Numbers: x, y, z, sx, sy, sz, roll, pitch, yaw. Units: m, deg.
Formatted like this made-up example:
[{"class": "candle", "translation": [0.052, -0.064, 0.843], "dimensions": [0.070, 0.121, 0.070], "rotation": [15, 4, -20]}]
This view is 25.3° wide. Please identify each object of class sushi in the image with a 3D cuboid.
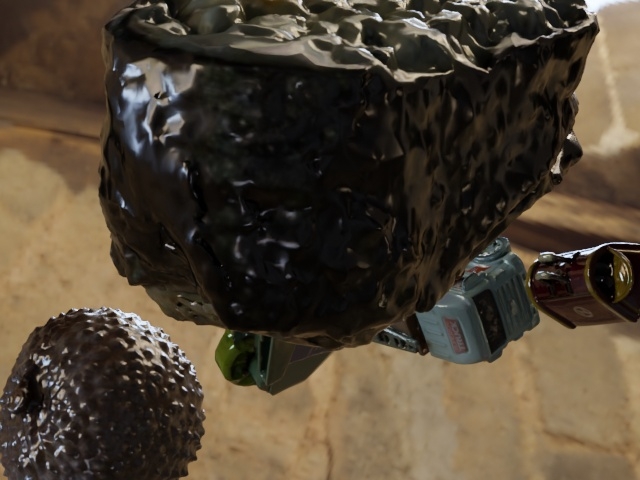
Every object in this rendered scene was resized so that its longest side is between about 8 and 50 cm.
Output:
[{"class": "sushi", "translation": [0.019, -0.059, 0.791], "dimensions": [0.211, 0.171, 0.350], "rotation": [16, -154, 25]}]

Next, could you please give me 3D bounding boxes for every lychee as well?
[{"class": "lychee", "translation": [-0.294, 0.239, 1.902], "dimensions": [0.300, 0.300, 0.300], "rotation": [11, -148, -7]}]

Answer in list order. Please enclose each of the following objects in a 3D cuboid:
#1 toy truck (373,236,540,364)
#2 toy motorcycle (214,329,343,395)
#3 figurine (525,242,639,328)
[{"class": "toy truck", "translation": [0.136, 0.074, 1.941], "dimensions": [0.162, 0.136, 0.305], "rotation": [-38, -149, -30]}, {"class": "toy motorcycle", "translation": [0.000, 0.000, 1.173], "dimensions": [0.200, 0.326, 0.191], "rotation": [-21, -124, -15]}, {"class": "figurine", "translation": [0.274, 0.036, 1.479], "dimensions": [0.098, 0.082, 0.154], "rotation": [20, 165, -20]}]
